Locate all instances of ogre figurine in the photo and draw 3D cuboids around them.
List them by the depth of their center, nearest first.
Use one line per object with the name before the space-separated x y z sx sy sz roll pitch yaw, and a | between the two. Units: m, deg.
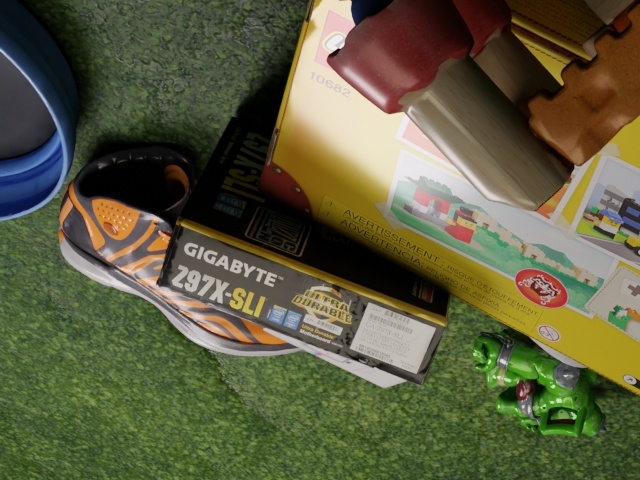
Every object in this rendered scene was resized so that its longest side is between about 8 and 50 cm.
ogre figurine | 0.249 0.169 2.098 0.118 0.097 0.197 12 136 31

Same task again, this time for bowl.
bowl | -0.435 -0.169 1.986 0.391 0.077 0.391 14 145 10

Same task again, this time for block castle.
block castle | 0.220 -0.242 1.205 0.453 0.303 0.213 -43 89 16

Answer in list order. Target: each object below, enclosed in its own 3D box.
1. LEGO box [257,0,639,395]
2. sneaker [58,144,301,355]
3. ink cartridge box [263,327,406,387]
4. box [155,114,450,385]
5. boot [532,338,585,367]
LEGO box | 0.225 -0.091 1.582 0.500 0.193 0.372 28 147 6
sneaker | -0.131 0.011 2.041 0.321 0.125 0.180 21 147 -2
ink cartridge box | 0.018 0.064 2.026 0.198 0.115 0.067 27 157 -20
box | 0.000 0.000 1.801 0.257 0.322 0.079 19 112 0
boot | 0.255 0.041 1.919 0.123 0.095 0.258 -35 140 24
